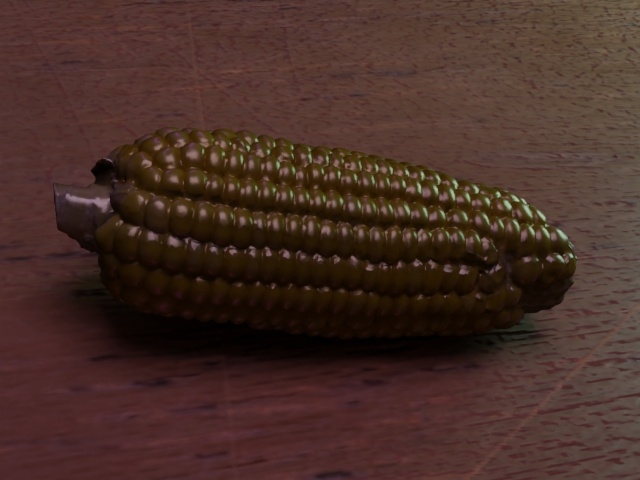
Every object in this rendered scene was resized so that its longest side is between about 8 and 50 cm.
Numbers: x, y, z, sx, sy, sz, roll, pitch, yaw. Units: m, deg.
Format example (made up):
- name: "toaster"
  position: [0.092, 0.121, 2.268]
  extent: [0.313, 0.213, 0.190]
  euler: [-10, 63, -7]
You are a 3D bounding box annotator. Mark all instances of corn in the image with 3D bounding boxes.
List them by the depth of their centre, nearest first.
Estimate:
- name: "corn"
  position: [0.000, 0.000, 0.772]
  extent: [0.346, 0.130, 0.130]
  euler: [7, 36, -14]
